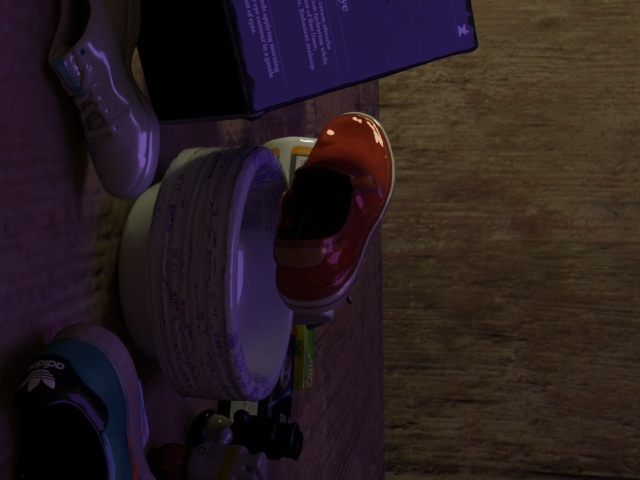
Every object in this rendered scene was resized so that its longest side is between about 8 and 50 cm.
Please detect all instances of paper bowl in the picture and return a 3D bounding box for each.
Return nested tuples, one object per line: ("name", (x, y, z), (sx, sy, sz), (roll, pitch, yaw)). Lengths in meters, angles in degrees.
("paper bowl", (-0.126, 0.036, 0.964), (0.284, 0.148, 0.284), (0, 90, -79))

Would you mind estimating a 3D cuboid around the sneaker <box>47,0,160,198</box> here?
("sneaker", (-0.208, -0.141, 0.781), (0.094, 0.080, 0.212), (-15, 98, -66))

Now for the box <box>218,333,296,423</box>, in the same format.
("box", (-0.094, 0.220, 1.304), (0.147, 0.077, 0.180), (62, 30, -68))

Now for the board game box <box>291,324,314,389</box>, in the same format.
("board game box", (-0.041, 0.194, 1.656), (0.092, 0.043, 0.181), (33, 58, -77))

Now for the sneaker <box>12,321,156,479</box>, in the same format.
("sneaker", (-0.199, 0.230, 0.735), (0.121, 0.108, 0.302), (-58, 138, -68))

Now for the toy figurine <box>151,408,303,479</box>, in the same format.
("toy figurine", (-0.119, 0.320, 1.043), (0.209, 0.148, 0.213), (-13, 105, -72))

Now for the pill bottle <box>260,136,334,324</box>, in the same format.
("pill bottle", (-0.037, -0.013, 1.375), (0.162, 0.162, 0.278), (55, 37, -71))

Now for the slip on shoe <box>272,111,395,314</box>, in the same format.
("slip on shoe", (0.016, -0.061, 1.021), (0.331, 0.123, 0.101), (-70, 155, -46))

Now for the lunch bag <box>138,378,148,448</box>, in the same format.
("lunch bag", (-0.202, 0.184, 0.831), (0.071, 0.053, 0.083), (-40, 119, -78))

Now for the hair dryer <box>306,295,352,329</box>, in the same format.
("hair dryer", (0.000, 0.000, 1.547), (0.223, 0.080, 0.293), (-48, -125, 56))

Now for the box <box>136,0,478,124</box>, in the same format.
("box", (-0.033, -0.317, 0.849), (0.312, 0.179, 0.343), (-22, 107, -35))
